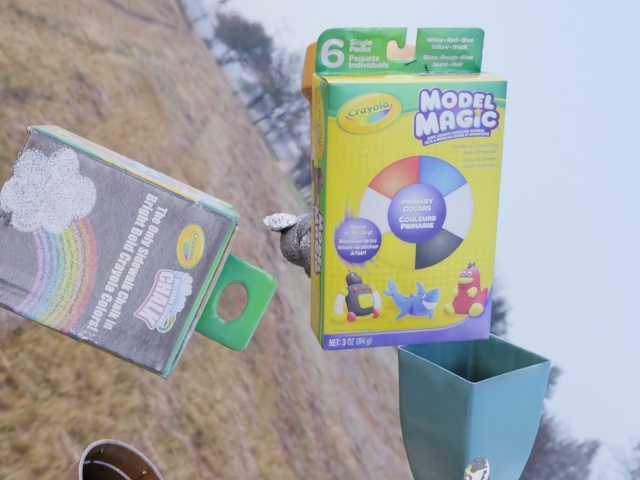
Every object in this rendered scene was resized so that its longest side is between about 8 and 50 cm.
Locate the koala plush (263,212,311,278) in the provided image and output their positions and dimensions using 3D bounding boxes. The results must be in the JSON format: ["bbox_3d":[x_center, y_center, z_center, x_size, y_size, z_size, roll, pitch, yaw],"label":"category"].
[{"bbox_3d":[0.000,0.000,1.770,0.221,0.203,0.196,-2,-45,51],"label":"koala plush"}]

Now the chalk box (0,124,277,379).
[{"bbox_3d":[-0.142,0.013,0.734,0.213,0.132,0.132,26,3,-10],"label":"chalk box"}]

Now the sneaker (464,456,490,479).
[{"bbox_3d":[0.195,0.308,1.162,0.035,0.031,0.083,47,45,-40],"label":"sneaker"}]

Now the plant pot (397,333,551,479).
[{"bbox_3d":[0.225,0.279,1.441,0.165,0.166,0.234,22,-65,51],"label":"plant pot"}]

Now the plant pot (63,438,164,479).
[{"bbox_3d":[-0.319,0.390,1.311,0.167,0.165,0.167,43,21,-21],"label":"plant pot"}]

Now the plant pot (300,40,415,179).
[{"bbox_3d":[0.068,-0.117,1.109,0.205,0.205,0.187,97,3,-89],"label":"plant pot"}]

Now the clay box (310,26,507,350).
[{"bbox_3d":[0.059,-0.036,0.668,0.053,0.128,0.221,-123,-148,-68],"label":"clay box"}]
